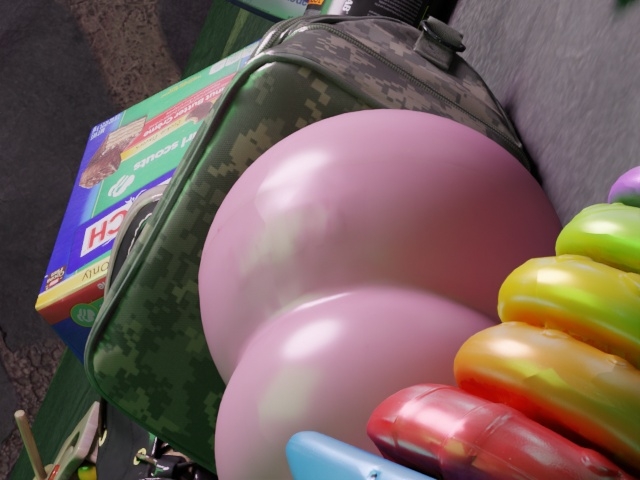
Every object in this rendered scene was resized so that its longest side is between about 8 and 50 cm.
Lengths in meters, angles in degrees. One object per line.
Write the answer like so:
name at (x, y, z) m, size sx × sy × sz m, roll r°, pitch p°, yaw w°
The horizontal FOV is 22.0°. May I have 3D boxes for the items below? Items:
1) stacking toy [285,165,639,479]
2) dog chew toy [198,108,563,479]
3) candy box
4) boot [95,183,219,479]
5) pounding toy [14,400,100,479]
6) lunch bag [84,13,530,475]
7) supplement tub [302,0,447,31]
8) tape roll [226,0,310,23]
stacking toy at (0.143, 0.027, 0.654) m, size 0.302 × 0.165 × 0.175 m, roll -57°, pitch 26°, yaw -12°
dog chew toy at (0.034, 0.089, 0.847) m, size 0.332 × 0.206 × 0.206 m, roll -88°, pitch 25°, yaw -42°
candy box at (-0.134, -0.042, 1.705) m, size 0.268 × 0.122 × 0.317 m, roll -25°, pitch 33°, yaw 23°
boot at (-0.122, 0.172, 1.339) m, size 0.284 × 0.138 × 0.377 m, roll -100°, pitch 19°, yaw -65°
pounding toy at (-0.330, 0.297, 2.029) m, size 0.269 × 0.155 × 0.154 m, roll -50°, pitch 16°, yaw 51°
lunch bag at (0.000, 0.000, 1.148) m, size 0.305 × 0.212 × 0.256 m, roll -60°, pitch -3°, yaw 22°
supplement tub at (0.047, -0.206, 1.501) m, size 0.190 × 0.117 × 0.117 m, roll -66°, pitch 12°, yaw -2°
tape roll at (-0.056, -0.303, 1.739) m, size 0.090 × 0.274 × 0.275 m, roll -67°, pitch 13°, yaw -4°
